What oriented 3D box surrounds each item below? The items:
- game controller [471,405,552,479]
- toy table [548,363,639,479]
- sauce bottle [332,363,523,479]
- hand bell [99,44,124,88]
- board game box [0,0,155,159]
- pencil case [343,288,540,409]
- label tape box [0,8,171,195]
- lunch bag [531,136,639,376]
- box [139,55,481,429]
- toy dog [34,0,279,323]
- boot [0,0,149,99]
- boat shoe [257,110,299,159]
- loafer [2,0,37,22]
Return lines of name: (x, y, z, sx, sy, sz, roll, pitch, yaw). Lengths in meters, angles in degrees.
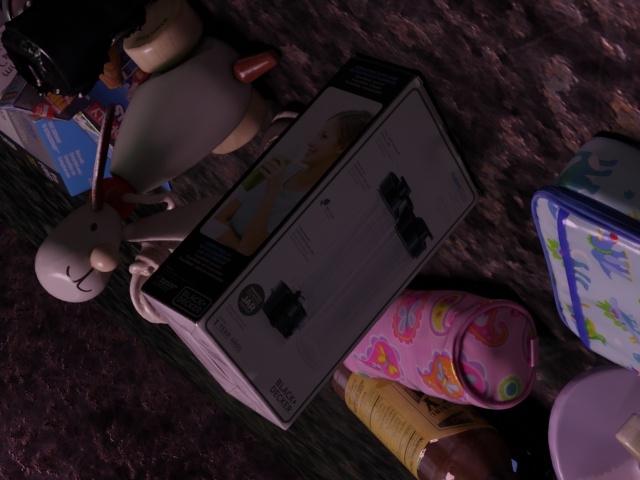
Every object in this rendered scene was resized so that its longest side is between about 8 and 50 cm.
game controller: (0.227, 0.273, 1.684, 0.166, 0.067, 0.319, 35, 161, 20)
toy table: (0.331, 0.229, 1.106, 0.274, 0.252, 0.161, 30, 179, -4)
sauce bottle: (0.151, 0.243, 1.541, 0.344, 0.111, 0.111, 41, 167, 40)
hand bell: (-0.252, -0.253, 1.270, 0.126, 0.126, 0.242, 24, 148, 43)
board game box: (-0.237, -0.173, 1.373, 0.194, 0.194, 0.060, 50, 161, -24)
pencil case: (0.127, 0.113, 1.435, 0.124, 0.124, 0.284, 47, 163, -18)
label tape box: (-0.384, -0.177, 1.822, 0.333, 0.106, 0.241, 36, 163, 16)
lunch bag: (0.256, 0.028, 0.999, 0.176, 0.090, 0.219, 33, 160, 34)
box: (0.000, 0.000, 1.132, 0.087, 0.290, 0.169, 26, 159, 44)
toy dog: (-0.139, -0.088, 1.259, 0.220, 0.334, 0.161, 24, 159, -40)
boot: (-0.171, -0.220, 1.096, 0.094, 0.207, 0.246, 44, 162, -10)
boat shoe: (-0.024, 0.000, 1.422, 0.112, 0.095, 0.335, 18, 147, 14)
loafer: (-0.253, -0.210, 1.512, 0.095, 0.109, 0.302, 7, 153, 28)
